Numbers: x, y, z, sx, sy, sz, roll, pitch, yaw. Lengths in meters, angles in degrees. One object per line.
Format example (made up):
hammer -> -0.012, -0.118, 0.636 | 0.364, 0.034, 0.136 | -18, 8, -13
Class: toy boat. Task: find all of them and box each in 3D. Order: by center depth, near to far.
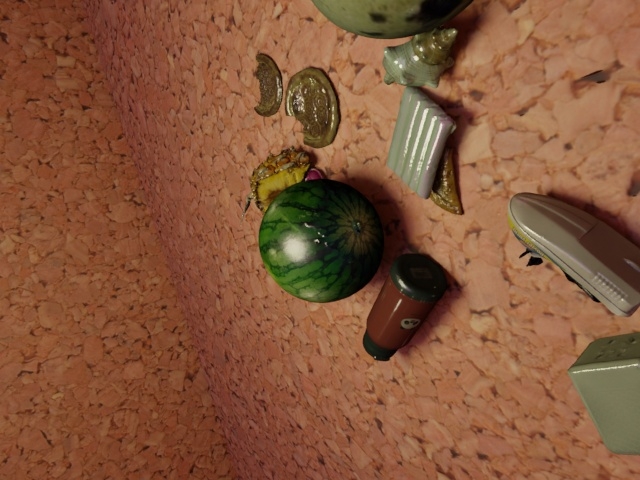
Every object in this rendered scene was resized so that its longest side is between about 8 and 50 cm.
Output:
toy boat -> 0.457, 0.020, 0.783 | 0.269, 0.140, 0.141 | 39, 133, 36

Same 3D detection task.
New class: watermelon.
watermelon -> 0.000, 0.000, 1.162 | 0.363, 0.363, 0.364 | 25, 125, 42

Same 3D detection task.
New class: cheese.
cheese -> -0.027, -0.191, 1.341 | 0.095, 0.038, 0.145 | -49, 62, 47

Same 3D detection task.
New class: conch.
conch -> 0.198, -0.369, 0.904 | 0.233, 0.137, 0.115 | -25, 70, 46

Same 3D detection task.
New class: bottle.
bottle -> 0.203, 0.197, 1.154 | 0.144, 0.143, 0.336 | 46, 137, 27

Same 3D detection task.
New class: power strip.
power strip -> 0.570, 0.291, 0.758 | 0.139, 0.140, 0.225 | -32, 81, 50

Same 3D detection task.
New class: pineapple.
pineapple -> -0.170, -0.200, 1.401 | 0.335, 0.158, 0.161 | -55, 48, 54

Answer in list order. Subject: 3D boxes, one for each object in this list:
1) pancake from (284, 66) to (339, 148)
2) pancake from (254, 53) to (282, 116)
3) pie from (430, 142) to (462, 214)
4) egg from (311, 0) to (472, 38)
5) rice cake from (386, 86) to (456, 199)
pancake -> -0.026, -0.385, 1.258 | 0.235, 0.029, 0.212 | 56, 139, 14
pancake -> -0.182, -0.501, 1.400 | 0.184, 0.020, 0.191 | -9, 99, 53
pie -> 0.279, -0.141, 0.998 | 0.092, 0.034, 0.170 | 9, 119, 45
egg -> 0.128, -0.532, 0.746 | 0.427, 0.344, 0.346 | 0, 107, 60
rice cake -> 0.223, -0.224, 0.991 | 0.189, 0.037, 0.198 | 59, 147, 40
